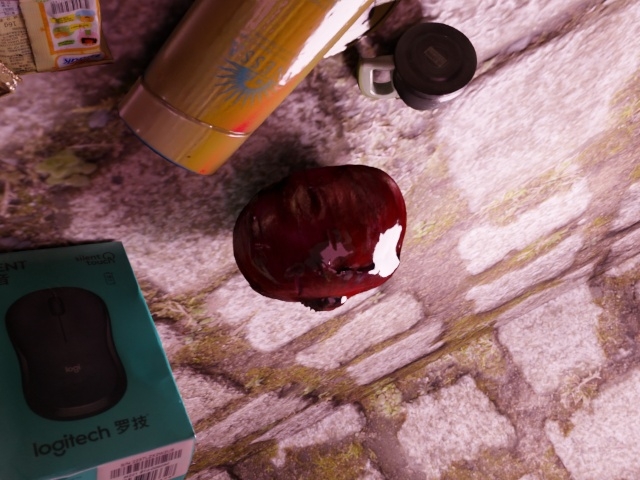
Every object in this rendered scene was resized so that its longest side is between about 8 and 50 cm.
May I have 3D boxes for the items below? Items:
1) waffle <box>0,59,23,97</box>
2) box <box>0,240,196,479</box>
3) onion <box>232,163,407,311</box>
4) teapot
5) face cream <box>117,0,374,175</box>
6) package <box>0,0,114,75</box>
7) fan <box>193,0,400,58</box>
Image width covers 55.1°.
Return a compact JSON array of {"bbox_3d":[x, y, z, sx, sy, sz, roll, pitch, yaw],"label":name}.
[{"bbox_3d":[-0.308,-0.147,0.465,0.092,0.021,0.135,-10,155,11],"label":"waffle"},{"bbox_3d":[-0.291,0.148,0.701,0.205,0.311,0.118,-5,136,-34],"label":"box"},{"bbox_3d":[0.000,0.000,0.825,0.247,0.190,0.246,-12,165,-3],"label":"onion"},{"bbox_3d":[0.111,-0.198,0.716,0.091,0.124,0.092,101,14,-75],"label":"teapot"},{"bbox_3d":[-0.072,-0.174,0.575,0.139,0.067,0.285,14,134,-46],"label":"face cream"},{"bbox_3d":[-0.227,-0.176,0.499,0.108,0.031,0.120,-14,157,-20],"label":"package"},{"bbox_3d":[0.039,-0.269,0.584,0.335,0.011,0.229,-18,151,-12],"label":"fan"}]
